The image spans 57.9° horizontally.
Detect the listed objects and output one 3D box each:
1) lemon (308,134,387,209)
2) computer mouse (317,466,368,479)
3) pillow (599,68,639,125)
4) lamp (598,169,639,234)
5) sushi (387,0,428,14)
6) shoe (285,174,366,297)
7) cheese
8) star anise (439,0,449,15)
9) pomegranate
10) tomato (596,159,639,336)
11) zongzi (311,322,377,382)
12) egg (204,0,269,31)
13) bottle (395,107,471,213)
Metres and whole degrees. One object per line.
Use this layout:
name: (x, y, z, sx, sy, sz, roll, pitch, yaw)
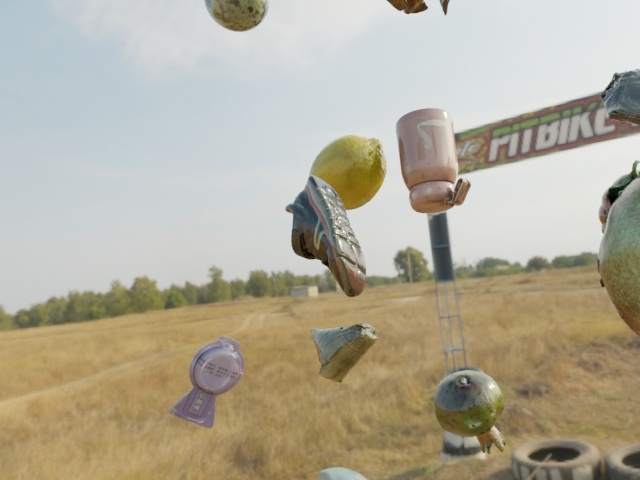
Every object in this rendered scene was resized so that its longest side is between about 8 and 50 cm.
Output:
lemon: (0.086, -0.215, 1.861, 0.236, 0.235, 0.263, -3, -36, -21)
computer mouse: (0.069, 0.539, 1.230, 0.128, 0.079, 0.231, 23, -12, -21)
pillow: (0.874, -0.356, 1.479, 0.335, 0.161, 0.092, 30, -12, 48)
lamp: (0.793, -0.063, 1.412, 0.197, 0.223, 0.223, -10, -3, -30)
sushi: (0.115, -0.390, 0.876, 0.055, 0.120, 0.052, -50, 4, -12)
shoe: (0.000, 0.000, 1.266, 0.137, 0.290, 0.114, -34, -27, 23)
cheese: (-0.218, 0.278, 1.149, 0.105, 0.190, 0.042, 27, 4, -16)
star anise: (0.199, -0.449, 0.933, 0.205, 0.061, 0.180, -5, -33, -24)
pomegranate: (0.497, 0.582, 1.933, 0.231, 0.285, 0.231, -9, 0, 0)
tomato: (0.533, 0.022, 0.751, 0.304, 0.303, 0.239, -4, 17, -14)
zongzi: (0.049, 0.218, 1.341, 0.079, 0.176, 0.160, 33, -70, -30)
egg: (-0.185, -0.523, 1.254, 0.132, 0.132, 0.172, -1, 22, -39)
bottle: (0.333, -0.232, 1.716, 0.207, 0.296, 0.173, -15, -19, 41)
